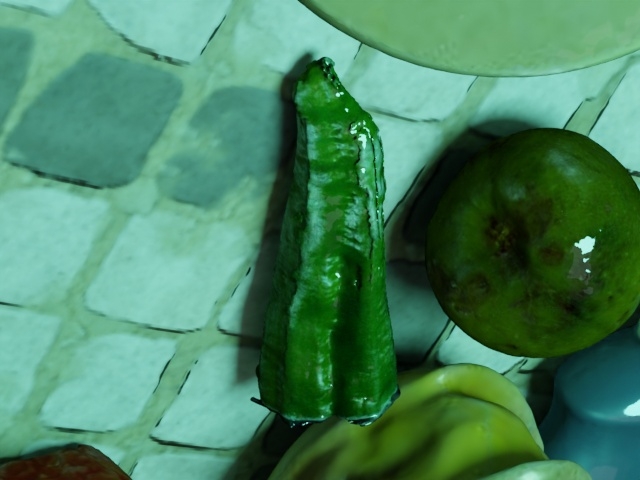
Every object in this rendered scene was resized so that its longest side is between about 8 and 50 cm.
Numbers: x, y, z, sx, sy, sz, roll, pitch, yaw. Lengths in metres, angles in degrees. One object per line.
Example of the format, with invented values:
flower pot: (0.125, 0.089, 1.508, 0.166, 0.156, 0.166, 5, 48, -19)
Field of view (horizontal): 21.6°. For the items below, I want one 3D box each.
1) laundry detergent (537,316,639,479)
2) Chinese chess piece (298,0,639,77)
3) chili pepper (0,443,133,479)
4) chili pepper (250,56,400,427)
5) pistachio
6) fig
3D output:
laundry detergent: (0.195, 0.143, 1.133, 0.143, 0.094, 0.290, 10, 119, -29)
Chinese chess piece: (0.078, -0.199, 0.678, 0.273, 0.102, 0.273, 1, 114, 3)
chili pepper: (-0.168, 0.228, 0.884, 0.251, 0.305, 0.229, -45, 128, -5)
chili pepper: (0.000, 0.000, 0.922, 0.088, 0.059, 0.227, 1, 125, 3)
pistachio: (0.061, 0.228, 1.031, 0.230, 0.230, 0.309, 0, 119, -29)
fig: (0.152, 0.010, 0.964, 0.185, 0.126, 0.133, 15, 106, -33)
